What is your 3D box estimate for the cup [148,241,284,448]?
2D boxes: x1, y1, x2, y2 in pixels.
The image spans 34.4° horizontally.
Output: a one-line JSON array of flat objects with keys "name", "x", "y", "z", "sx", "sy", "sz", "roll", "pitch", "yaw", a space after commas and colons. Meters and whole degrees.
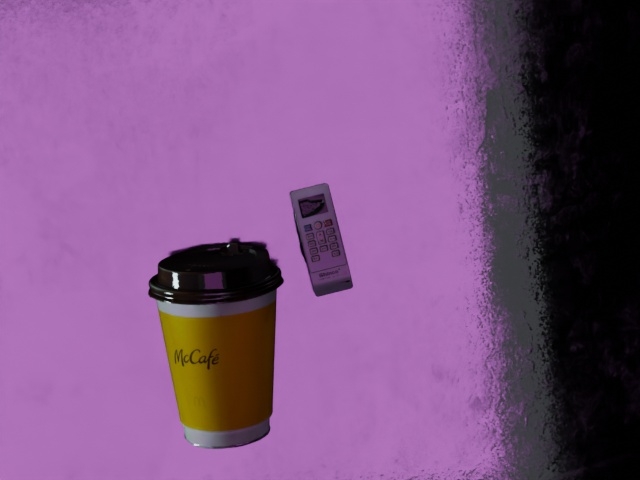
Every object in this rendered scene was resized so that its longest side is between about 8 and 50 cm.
[{"name": "cup", "x": -0.147, "y": 0.150, "z": 1.513, "sx": 0.196, "sy": 0.196, "sz": 0.279, "roll": -3, "pitch": 102, "yaw": -4}]

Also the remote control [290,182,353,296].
[{"name": "remote control", "x": 0.000, "y": 0.000, "z": 1.585, "sx": 0.065, "sy": 0.029, "sz": 0.166, "roll": -14, "pitch": 90, "yaw": -2}]
